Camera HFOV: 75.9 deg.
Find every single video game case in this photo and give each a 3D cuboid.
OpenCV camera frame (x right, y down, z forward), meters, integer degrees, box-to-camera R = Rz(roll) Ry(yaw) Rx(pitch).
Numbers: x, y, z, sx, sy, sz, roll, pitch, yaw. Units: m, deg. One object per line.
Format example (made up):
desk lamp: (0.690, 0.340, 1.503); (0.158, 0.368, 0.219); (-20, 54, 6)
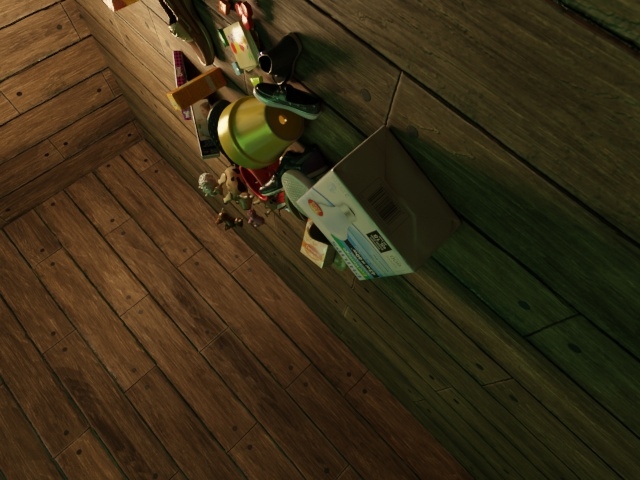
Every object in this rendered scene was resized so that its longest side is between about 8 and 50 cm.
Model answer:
video game case: (-0.648, -0.724, 1.927); (0.210, 0.041, 0.232); (119, 142, -69)

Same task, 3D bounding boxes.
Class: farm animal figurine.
farm animal figurine: (-0.354, -0.211, 1.909); (0.172, 0.330, 0.327); (-29, 92, 46)

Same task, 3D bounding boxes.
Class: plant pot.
plant pot: (-0.229, -0.295, 1.782); (0.191, 0.174, 0.191); (41, 159, 19)
plant pot: (-0.193, -0.397, 1.441); (0.239, 0.254, 0.254); (-5, 124, 50)

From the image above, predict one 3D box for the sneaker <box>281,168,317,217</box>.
sneaker: (0.018, -0.149, 1.508); (0.366, 0.150, 0.135); (43, 145, -21)

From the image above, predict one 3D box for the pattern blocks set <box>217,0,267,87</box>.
pattern blocks set: (-0.256, -0.647, 1.365); (0.325, 0.026, 0.285); (36, 153, 49)

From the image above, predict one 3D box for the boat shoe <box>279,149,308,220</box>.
boat shoe: (-0.071, -0.206, 1.695); (0.123, 0.123, 0.342); (29, 144, 36)

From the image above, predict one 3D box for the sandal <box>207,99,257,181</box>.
sandal: (-0.401, -0.454, 1.908); (0.446, 0.167, 0.107); (71, 176, -48)

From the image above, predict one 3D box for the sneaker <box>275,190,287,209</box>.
sneaker: (-0.152, -0.226, 1.887); (0.221, 0.087, 0.128); (-20, 89, 48)

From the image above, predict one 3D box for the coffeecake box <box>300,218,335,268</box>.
coffeecake box: (0.000, 0.000, 1.749); (0.142, 0.068, 0.186); (37, 127, 33)

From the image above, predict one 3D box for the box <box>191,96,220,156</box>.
box: (-0.548, -0.540, 1.941); (0.169, 0.087, 0.290); (-156, 55, -74)

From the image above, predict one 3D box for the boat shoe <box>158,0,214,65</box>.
boat shoe: (-0.512, -0.803, 1.530); (0.123, 0.116, 0.324); (27, 151, 47)

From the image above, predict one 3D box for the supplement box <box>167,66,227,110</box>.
supplement box: (-0.504, -0.620, 1.680); (0.078, 0.233, 0.080); (24, 149, 51)

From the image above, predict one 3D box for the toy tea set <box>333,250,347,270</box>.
toy tea set: (0.098, 0.007, 1.794); (0.336, 0.124, 0.200); (43, 131, 27)

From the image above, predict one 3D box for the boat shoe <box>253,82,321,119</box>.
boat shoe: (-0.102, -0.452, 1.280); (0.228, 0.080, 0.076); (26, 153, 5)

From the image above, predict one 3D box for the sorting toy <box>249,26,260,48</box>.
sorting toy: (-0.220, -0.662, 1.314); (0.062, 0.012, 0.083); (42, 160, 20)

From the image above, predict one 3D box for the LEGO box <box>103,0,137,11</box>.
LEGO box: (-0.807, -1.146, 1.413); (0.372, 0.193, 0.500); (49, 161, 0)

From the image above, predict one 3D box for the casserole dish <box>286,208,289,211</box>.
casserole dish: (-0.142, -0.180, 2.022); (0.188, 0.037, 0.114); (32, 154, 38)

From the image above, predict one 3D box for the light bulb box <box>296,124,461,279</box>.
light bulb box: (0.156, -0.088, 1.253); (0.358, 0.225, 0.361); (51, 160, -5)

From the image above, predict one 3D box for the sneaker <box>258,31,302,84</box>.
sneaker: (-0.141, -0.526, 1.237); (0.083, 0.118, 0.222); (50, 162, -2)

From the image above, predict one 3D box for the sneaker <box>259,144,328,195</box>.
sneaker: (-0.120, -0.268, 1.537); (0.124, 0.283, 0.107); (62, -162, -19)

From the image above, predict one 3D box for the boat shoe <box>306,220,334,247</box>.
boat shoe: (0.071, -0.006, 1.464); (0.257, 0.095, 0.095); (28, -177, -14)
